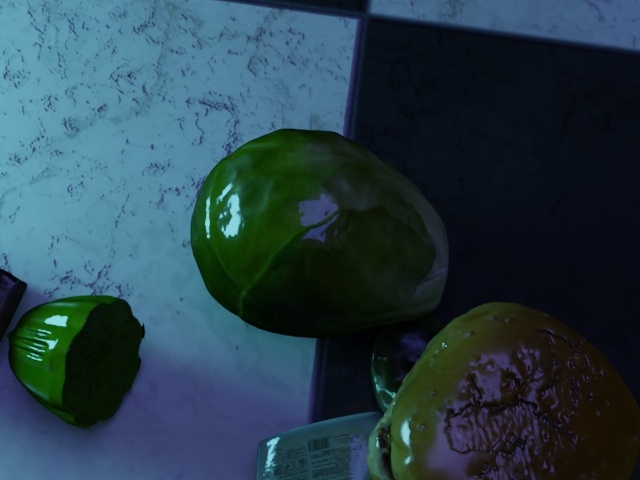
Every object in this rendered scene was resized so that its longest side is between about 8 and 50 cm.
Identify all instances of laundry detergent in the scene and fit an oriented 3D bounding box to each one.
[{"bbox_3d":[0.028,0.377,1.630,0.215,0.105,0.280,-16,61,10],"label":"laundry detergent"}]

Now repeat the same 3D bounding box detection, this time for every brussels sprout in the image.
[{"bbox_3d":[0.001,0.002,1.750,0.354,0.289,0.281,15,50,-18],"label":"brussels sprout"}]

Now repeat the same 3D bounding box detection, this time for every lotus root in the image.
[{"bbox_3d":[-0.359,0.149,1.723,0.186,0.186,0.186,2,62,-4],"label":"lotus root"}]

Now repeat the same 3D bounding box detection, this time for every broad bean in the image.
[{"bbox_3d":[0.150,0.197,1.784,0.153,0.072,0.207,-22,53,-19],"label":"broad bean"}]

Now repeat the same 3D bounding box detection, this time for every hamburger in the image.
[{"bbox_3d":[0.226,0.234,1.495,0.284,0.174,0.304,33,70,-1],"label":"hamburger"}]

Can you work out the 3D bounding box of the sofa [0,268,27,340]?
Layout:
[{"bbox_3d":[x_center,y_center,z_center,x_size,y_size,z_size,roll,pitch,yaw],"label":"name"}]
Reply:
[{"bbox_3d":[-0.562,0.089,1.747,0.258,0.182,0.200,23,80,8],"label":"sofa"}]
